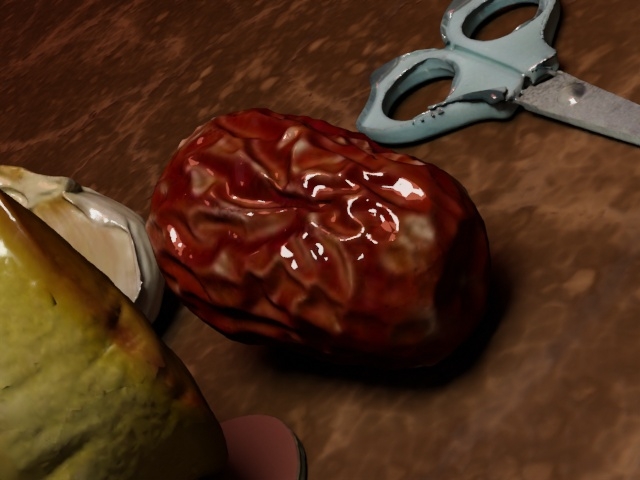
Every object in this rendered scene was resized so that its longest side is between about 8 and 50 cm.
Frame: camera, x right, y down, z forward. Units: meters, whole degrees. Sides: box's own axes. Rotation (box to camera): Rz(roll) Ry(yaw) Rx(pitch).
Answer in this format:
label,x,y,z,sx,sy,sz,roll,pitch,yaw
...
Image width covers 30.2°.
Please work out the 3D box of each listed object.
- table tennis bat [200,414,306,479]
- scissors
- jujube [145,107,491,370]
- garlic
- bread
label,x,y,z,sx,sy,sz,roll,pitch,yaw
table tennis bat,-0.115,0.187,0.721,0.246,0.022,0.138,-28,30,13
scissors,0.154,-0.107,0.819,0.191,0.029,0.360,-41,29,-7
jujube,0.000,0.000,0.724,0.230,0.155,0.155,13,57,43
garlic,-0.226,0.036,0.932,0.229,0.143,0.178,8,88,12
bread,-0.182,0.073,0.681,0.270,0.270,0.148,6,48,51
